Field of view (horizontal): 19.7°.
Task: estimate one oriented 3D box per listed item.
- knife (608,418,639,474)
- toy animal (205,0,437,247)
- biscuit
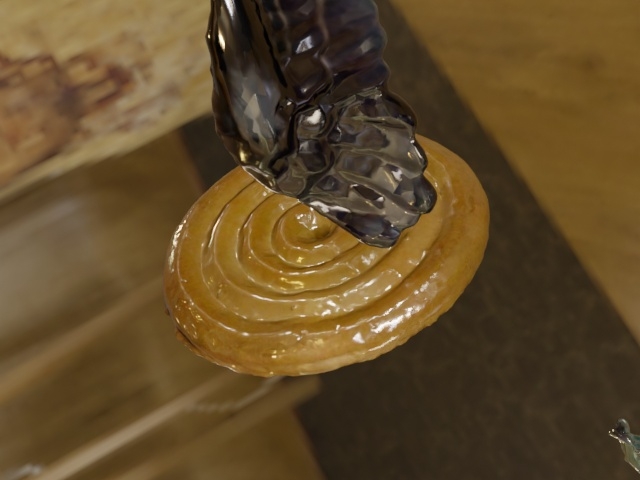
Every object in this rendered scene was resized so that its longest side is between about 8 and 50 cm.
[{"bbox_3d":[0.242,0.181,0.931,0.296,0.026,0.044,45,173,37],"label":"knife"},{"bbox_3d":[-0.043,-0.122,0.581,0.160,0.197,0.272,-109,16,-58],"label":"toy animal"},{"bbox_3d":[0.000,0.000,1.406,0.262,0.262,0.037,39,158,44],"label":"biscuit"}]
